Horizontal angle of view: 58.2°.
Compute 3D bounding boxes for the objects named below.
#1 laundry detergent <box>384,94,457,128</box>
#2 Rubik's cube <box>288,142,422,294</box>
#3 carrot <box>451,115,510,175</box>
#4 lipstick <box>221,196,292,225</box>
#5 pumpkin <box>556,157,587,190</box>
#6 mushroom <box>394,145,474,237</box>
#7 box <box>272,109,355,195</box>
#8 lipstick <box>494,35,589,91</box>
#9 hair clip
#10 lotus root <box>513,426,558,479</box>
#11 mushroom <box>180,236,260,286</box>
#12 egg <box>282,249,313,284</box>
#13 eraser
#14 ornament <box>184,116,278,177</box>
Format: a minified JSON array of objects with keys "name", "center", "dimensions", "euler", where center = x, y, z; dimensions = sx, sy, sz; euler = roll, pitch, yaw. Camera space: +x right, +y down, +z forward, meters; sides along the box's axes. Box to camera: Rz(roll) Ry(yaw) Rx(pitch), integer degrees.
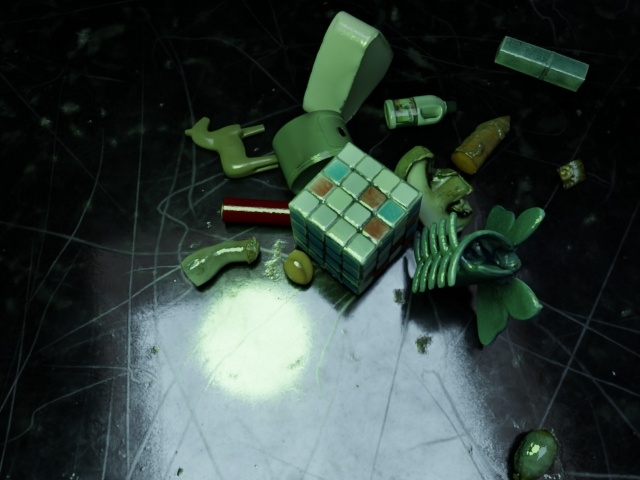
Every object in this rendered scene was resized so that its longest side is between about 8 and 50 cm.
[{"name":"laundry detergent","center":[0.318,-0.409,1.811],"dimensions":[0.225,0.070,0.099],"euler":[-7,61,-5]},{"name":"Rubik's cube","center":[0.093,-0.053,1.533],"dimensions":[0.259,0.256,0.253],"euler":[37,73,17]},{"name":"carrot","center":[0.515,-0.311,1.777],"dimensions":[0.102,0.102,0.263],"euler":[42,67,13]},{"name":"lipstick","center":[-0.164,-0.082,1.665],"dimensions":[0.241,0.080,0.080],"euler":[4,69,-1]},{"name":"pumpkin","center":[0.768,-0.201,1.765],"dimensions":[0.101,0.035,0.073],"euler":[-23,82,-14]},{"name":"mushroom","center":[0.306,-0.138,1.660],"dimensions":[0.267,0.164,0.189],"euler":[35,96,-24]},{"name":"box","center":[-0.008,-0.247,1.654],"dimensions":[0.226,0.226,0.149],"euler":[-20,71,-9]},{"name":"lipstick","center":[0.721,-0.582,1.886],"dimensions":[0.289,0.076,0.077],"euler":[24,71,7]},{"name":"hair clip","center":[0.387,0.057,1.458],"dimensions":[0.238,0.318,0.392],"euler":[10,80,-8]},{"name":"lotus root","center":[0.536,0.547,1.444],"dimensions":[0.088,0.088,0.165],"euler":[34,81,11]},{"name":"mushroom","center":[-0.276,0.049,1.611],"dimensions":[0.223,0.081,0.092],"euler":[-22,53,-12]},{"name":"egg","center":[-0.060,0.077,1.605],"dimensions":[0.080,0.080,0.096],"euler":[-36,70,-14]},{"name":"eraser","center":[0.103,-0.545,1.785],"dimensions":[0.150,0.331,0.331],"euler":[34,72,13]},{"name":"ornament","center":[-0.275,-0.293,1.752],"dimensions":[0.244,0.061,0.230],"euler":[-15,68,-11]}]
